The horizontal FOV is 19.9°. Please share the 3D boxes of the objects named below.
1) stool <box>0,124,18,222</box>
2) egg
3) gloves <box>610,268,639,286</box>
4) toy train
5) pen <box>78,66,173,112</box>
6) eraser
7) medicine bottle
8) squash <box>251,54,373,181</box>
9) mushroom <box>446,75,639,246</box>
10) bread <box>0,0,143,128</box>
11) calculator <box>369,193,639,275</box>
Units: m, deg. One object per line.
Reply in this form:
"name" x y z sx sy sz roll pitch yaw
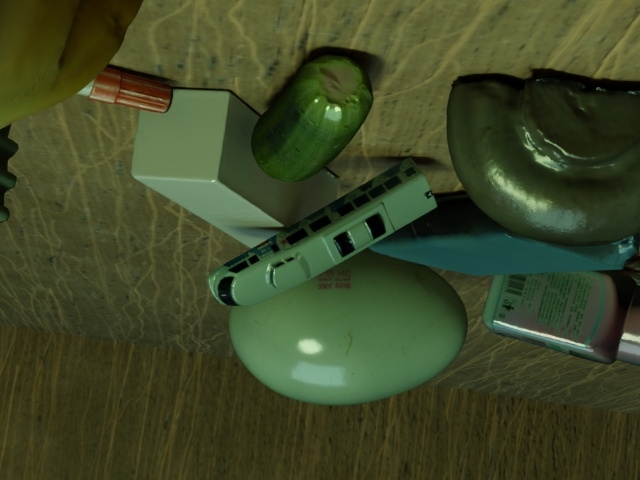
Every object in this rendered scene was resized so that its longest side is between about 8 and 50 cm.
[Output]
"stool" -0.393 -0.080 1.101 0.297 0.297 0.330 3 165 25
"egg" 0.031 0.090 2.005 0.264 0.183 0.183 2 171 -8
"gloves" 0.308 0.048 1.970 0.081 0.037 0.044 -1 -162 -10
"toy train" 0.000 0.000 1.568 0.207 0.047 0.043 -29 131 -4
"pen" -0.226 -0.133 1.379 0.239 0.028 0.028 12 169 -22
"eraser" -0.066 -0.053 1.569 0.078 0.076 0.298 4 170 18
"medicine bottle" 0.270 0.073 1.892 0.188 0.094 0.119 15 177 12
"squash" -0.008 -0.088 1.370 0.066 0.066 0.229 9 168 -10
"mushroom" 0.183 -0.054 1.318 0.188 0.117 0.141 3 -178 0
"bread" -0.224 -0.154 0.742 0.315 0.211 0.270 14 -153 29
"calculator" 0.169 -0.005 1.740 0.173 0.051 0.293 13 169 -34
